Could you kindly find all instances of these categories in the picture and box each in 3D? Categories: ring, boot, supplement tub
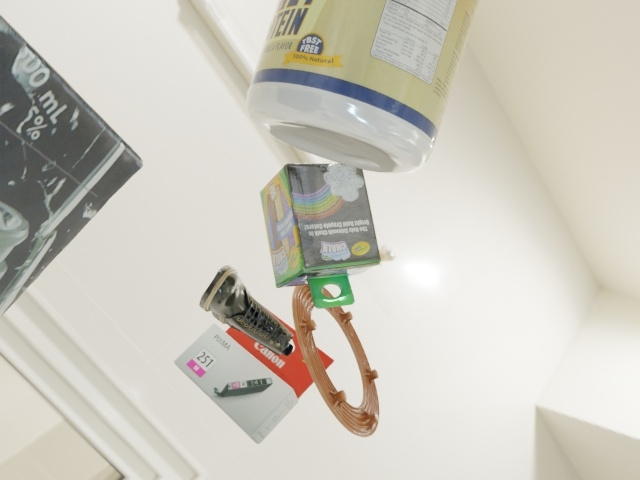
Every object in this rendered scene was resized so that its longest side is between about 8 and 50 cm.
[{"bbox_3d":[0.044,0.227,1.226,0.032,0.336,0.336,-26,-67,16],"label":"ring"},{"bbox_3d":[-0.099,0.112,0.916,0.137,0.076,0.198,33,-11,10],"label":"boot"},{"bbox_3d":[0.061,-0.258,0.719,0.229,0.316,0.228,17,-2,1],"label":"supplement tub"}]

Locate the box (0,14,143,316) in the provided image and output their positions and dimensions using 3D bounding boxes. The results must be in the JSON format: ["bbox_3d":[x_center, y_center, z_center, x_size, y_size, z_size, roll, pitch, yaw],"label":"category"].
[{"bbox_3d":[-0.435,-0.042,0.308,0.297,0.471,0.480,36,-9,18],"label":"box"}]

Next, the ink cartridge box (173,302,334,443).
[{"bbox_3d":[-0.147,0.267,1.337,0.275,0.239,0.060,32,-23,34],"label":"ink cartridge box"}]

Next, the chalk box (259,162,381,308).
[{"bbox_3d":[0.000,0.000,0.944,0.132,0.133,0.212,149,-66,-63],"label":"chalk box"}]
